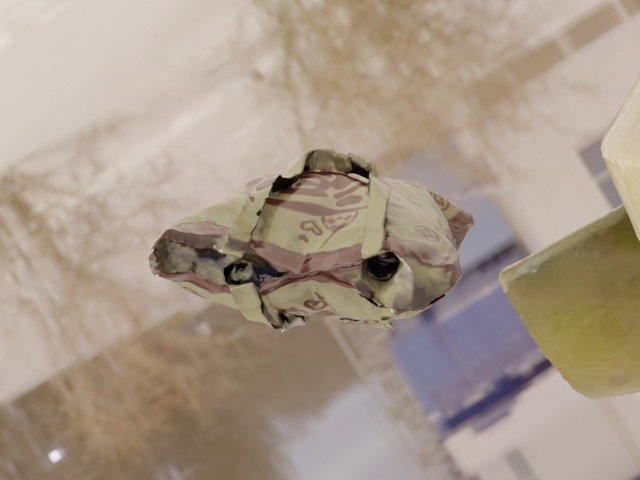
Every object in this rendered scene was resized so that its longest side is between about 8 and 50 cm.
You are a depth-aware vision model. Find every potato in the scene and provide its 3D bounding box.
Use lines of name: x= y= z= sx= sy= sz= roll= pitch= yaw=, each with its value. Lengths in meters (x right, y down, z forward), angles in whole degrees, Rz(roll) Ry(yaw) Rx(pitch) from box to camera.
potato: x=0.153 y=0.009 z=0.744 sx=0.149 sy=0.081 sz=0.120 roll=-31 pitch=177 yaw=19

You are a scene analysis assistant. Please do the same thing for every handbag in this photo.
handbag: x=0.000 y=0.000 z=1.369 sx=0.213 sy=0.127 sz=0.235 roll=1 pitch=-175 yaw=5

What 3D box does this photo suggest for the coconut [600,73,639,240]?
coconut: x=0.188 y=-0.023 z=0.549 sx=0.202 sy=0.222 sz=0.202 roll=-22 pitch=-169 yaw=4
